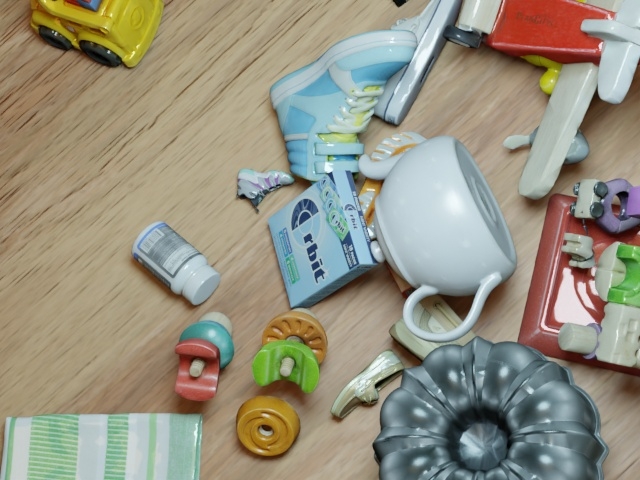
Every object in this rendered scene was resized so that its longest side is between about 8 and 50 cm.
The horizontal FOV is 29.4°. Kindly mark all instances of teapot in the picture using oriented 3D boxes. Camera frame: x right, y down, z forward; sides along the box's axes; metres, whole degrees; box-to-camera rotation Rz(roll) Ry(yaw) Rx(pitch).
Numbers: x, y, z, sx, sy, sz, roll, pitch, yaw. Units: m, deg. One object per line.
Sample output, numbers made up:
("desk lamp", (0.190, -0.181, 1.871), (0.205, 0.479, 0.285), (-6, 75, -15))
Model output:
("teapot", (0.161, -0.013, 1.777), (0.187, 0.256, 0.252), (-27, 103, 15))

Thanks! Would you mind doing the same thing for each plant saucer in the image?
("plant saucer", (0.450, 0.065, 1.847), (0.259, 0.048, 0.258), (12, 77, 14))

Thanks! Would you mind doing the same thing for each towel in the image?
("towel", (-0.352, 0.393, 1.913), (0.325, 0.038, 0.248), (-1, 74, 10))

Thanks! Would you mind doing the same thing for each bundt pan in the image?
("bundt pan", (0.220, 0.276, 1.657), (0.331, 0.124, 0.331), (-6, 66, 14))

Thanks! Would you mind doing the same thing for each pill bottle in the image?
("pill bottle", (-0.232, 0.038, 1.966), (0.137, 0.078, 0.078), (39, 85, 17))

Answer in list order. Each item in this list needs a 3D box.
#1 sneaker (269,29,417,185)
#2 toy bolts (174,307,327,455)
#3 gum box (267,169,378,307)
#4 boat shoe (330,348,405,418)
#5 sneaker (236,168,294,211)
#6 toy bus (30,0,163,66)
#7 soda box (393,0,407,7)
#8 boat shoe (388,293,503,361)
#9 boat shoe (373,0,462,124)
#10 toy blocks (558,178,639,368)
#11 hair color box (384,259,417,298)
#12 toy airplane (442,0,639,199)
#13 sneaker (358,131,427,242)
("sneaker", (0.052, -0.191, 1.899), (0.127, 0.319, 0.208), (-3, 77, -36))
("toy bolts", (-0.110, 0.197, 1.898), (0.228, 0.158, 0.218), (12, 118, 3))
("gum box", (0.000, 0.000, 1.893), (0.184, 0.041, 0.157), (-34, 65, 45))
("boat shoe", (0.073, 0.227, 1.871), (0.135, 0.050, 0.045), (-45, 67, -4))
("sneaker", (-0.092, -0.079, 1.995), (0.098, 0.038, 0.069), (3, 77, 21))
("toy bus", (-0.405, -0.409, 2.052), (0.220, 0.211, 0.149), (20, 81, 17))
("soda box", (0.180, -0.467, 2.039), (0.169, 0.053, 0.060), (-35, 72, 0))
("boat shoe", (0.260, 0.198, 1.807), (0.341, 0.121, 0.110), (38, 85, 19))
("boat shoe", (0.149, -0.320, 1.988), (0.088, 0.096, 0.267), (27, 90, 12))
("toy blocks", (0.525, 0.068, 1.722), (0.260, 0.309, 0.288), (12, 89, -20))
("hair color box", (0.182, 0.009, 1.909), (0.167, 0.053, 0.093), (-29, 73, 3))
("toy airplane", (0.406, -0.302, 1.838), (0.386, 0.272, 0.384), (-35, 54, 34))
("sneaker", (0.104, -0.082, 1.937), (0.084, 0.083, 0.215), (29, 70, 13))
